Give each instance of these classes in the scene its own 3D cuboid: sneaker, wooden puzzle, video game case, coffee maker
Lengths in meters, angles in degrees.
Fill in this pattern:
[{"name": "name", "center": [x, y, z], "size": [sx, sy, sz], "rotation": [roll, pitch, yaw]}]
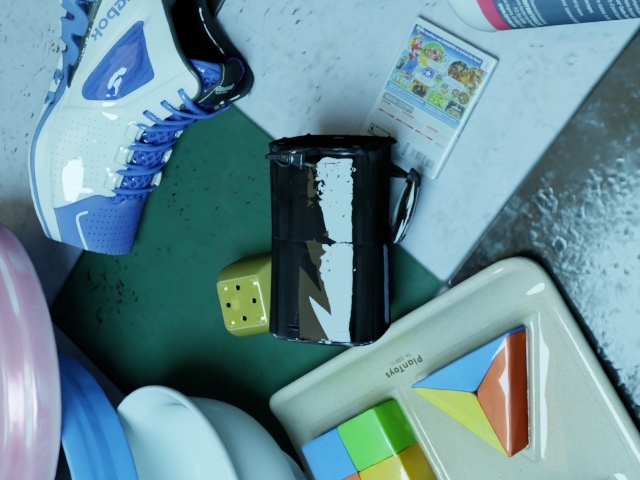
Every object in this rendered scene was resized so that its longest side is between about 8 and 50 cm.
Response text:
[{"name": "sneaker", "center": [-0.173, -0.130, 0.978], "size": [0.182, 0.127, 0.315], "rotation": [16, 103, 28]}, {"name": "wooden puzzle", "center": [0.136, 0.235, 0.893], "size": [0.322, 0.080, 0.347], "rotation": [-34, 81, 27]}, {"name": "video game case", "center": [0.097, -0.129, 0.901], "size": [0.087, 0.011, 0.122], "rotation": [34, 112, 20]}, {"name": "coffee maker", "center": [0.000, 0.000, 0.872], "size": [0.120, 0.171, 0.178], "rotation": [9, 104, 40]}]

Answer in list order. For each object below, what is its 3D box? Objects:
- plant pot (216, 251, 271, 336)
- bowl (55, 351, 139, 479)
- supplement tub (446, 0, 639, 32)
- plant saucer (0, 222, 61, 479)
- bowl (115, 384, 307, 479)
[{"name": "plant pot", "center": [-0.056, 0.054, 0.967], "size": [0.082, 0.083, 0.081], "rotation": [-11, 92, 28]}, {"name": "bowl", "center": [-0.298, 0.306, 1.059], "size": [0.391, 0.077, 0.391], "rotation": [5, 96, 52]}, {"name": "supplement tub", "center": [0.226, -0.255, 0.711], "size": [0.272, 0.191, 0.191], "rotation": [0, 97, 28]}, {"name": "plant saucer", "center": [-0.367, 0.144, 1.008], "size": [0.332, 0.084, 0.332], "rotation": [6, 98, 52]}, {"name": "bowl", "center": [-0.096, 0.282, 0.968], "size": [0.298, 0.134, 0.297], "rotation": [6, 97, 51]}]
